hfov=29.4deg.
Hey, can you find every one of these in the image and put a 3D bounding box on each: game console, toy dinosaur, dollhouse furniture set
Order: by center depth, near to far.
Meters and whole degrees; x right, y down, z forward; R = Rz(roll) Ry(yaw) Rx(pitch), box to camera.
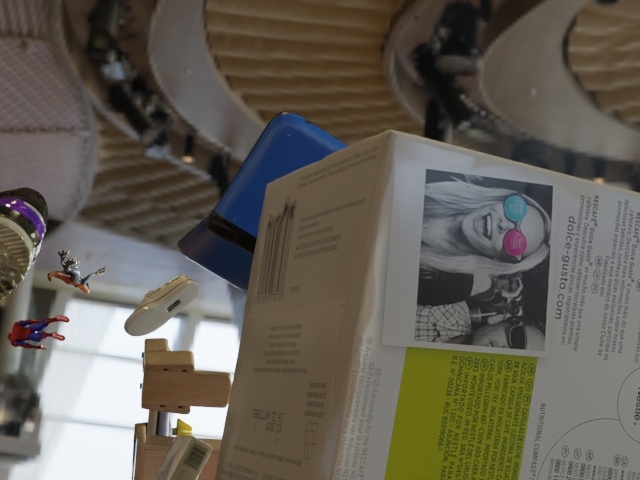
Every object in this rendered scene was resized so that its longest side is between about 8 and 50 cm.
[{"bbox_3d":[0.000,0.000,1.545,0.293,0.250,0.173,31,8,-13],"label":"game console"},{"bbox_3d":[-0.347,0.051,1.703,0.047,0.090,0.082,27,-39,33],"label":"toy dinosaur"},{"bbox_3d":[-0.180,0.257,1.854,0.198,0.286,0.303,5,19,-10],"label":"dollhouse furniture set"}]

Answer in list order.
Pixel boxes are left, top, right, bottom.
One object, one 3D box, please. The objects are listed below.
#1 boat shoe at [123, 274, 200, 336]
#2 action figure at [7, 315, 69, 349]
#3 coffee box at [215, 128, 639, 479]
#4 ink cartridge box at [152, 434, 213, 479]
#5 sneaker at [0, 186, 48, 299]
[{"bbox_3d":[-0.187,0.072,1.394,0.035,0.100,0.035,33,-27,44],"label":"boat shoe"},{"bbox_3d":[-0.351,0.114,1.501,0.115,0.038,0.030,-9,-23,41],"label":"action figure"},{"bbox_3d":[0.123,0.120,1.136,0.334,0.338,0.337,12,-8,-18],"label":"coffee box"},{"bbox_3d":[-0.154,0.249,1.347,0.029,0.063,0.115,31,-15,-9],"label":"ink cartridge box"},{"bbox_3d":[-0.408,0.032,1.352,0.293,0.146,0.102,-28,-65,23],"label":"sneaker"}]
